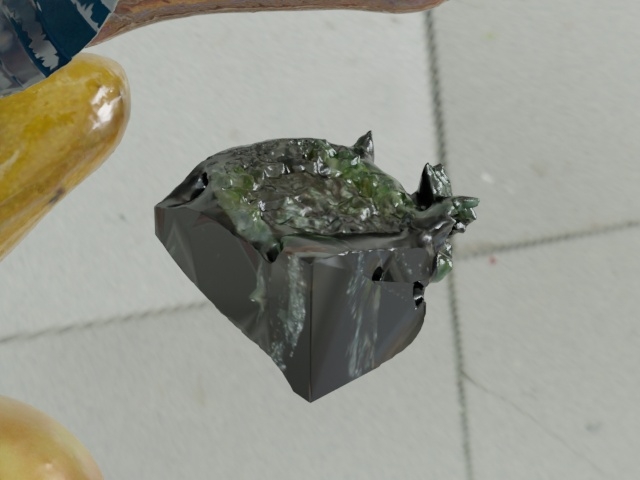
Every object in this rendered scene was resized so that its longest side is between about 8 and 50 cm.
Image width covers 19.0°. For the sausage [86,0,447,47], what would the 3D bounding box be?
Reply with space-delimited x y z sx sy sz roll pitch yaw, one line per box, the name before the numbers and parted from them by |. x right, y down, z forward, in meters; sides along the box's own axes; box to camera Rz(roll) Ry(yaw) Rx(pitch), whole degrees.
sausage | -0.032 -0.106 0.779 0.177 0.040 0.047 -5 147 7

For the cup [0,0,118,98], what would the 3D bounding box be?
cup | -0.119 -0.095 0.491 0.113 0.138 0.150 24 72 14

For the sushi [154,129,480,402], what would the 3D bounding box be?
sushi | 0.000 0.000 0.659 0.085 0.083 0.056 -25 130 -36

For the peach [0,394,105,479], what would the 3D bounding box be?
peach | -0.201 0.179 1.096 0.184 0.184 0.184 -3 104 -14

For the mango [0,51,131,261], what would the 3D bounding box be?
mango | -0.207 -0.019 0.954 0.262 0.157 0.109 -38 95 29
